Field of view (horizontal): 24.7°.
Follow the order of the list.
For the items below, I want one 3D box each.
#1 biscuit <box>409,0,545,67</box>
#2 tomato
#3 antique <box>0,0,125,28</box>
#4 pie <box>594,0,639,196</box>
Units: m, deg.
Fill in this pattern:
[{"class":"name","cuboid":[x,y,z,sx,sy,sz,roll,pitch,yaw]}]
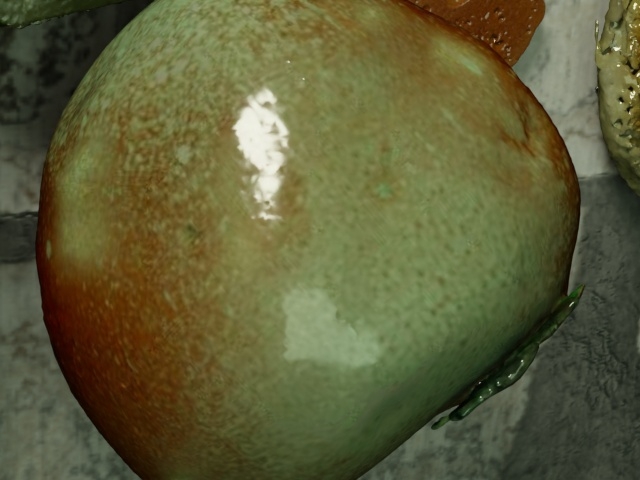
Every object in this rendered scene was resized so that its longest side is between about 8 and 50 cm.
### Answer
[{"class":"biscuit","cuboid":[0.092,-0.161,0.971,0.102,0.019,0.130,-45,123,-1]},{"class":"tomato","cuboid":[0.000,0.000,0.801,0.304,0.239,0.303,3,84,-28]},{"class":"antique","cuboid":[-0.112,-0.182,0.826,0.221,0.081,0.080,-17,117,-19]},{"class":"pie","cuboid":[0.315,-0.136,1.071,0.274,0.055,0.274,-8,109,-23]}]
